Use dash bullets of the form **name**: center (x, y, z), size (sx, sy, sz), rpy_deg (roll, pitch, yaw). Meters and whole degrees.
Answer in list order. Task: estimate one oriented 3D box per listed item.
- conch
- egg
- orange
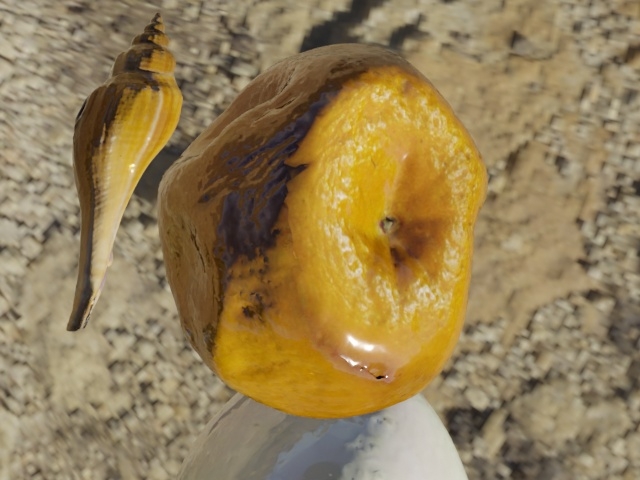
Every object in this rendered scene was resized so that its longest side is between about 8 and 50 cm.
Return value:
- **conch**: center (-0.211, -0.072, 1.809), size (0.093, 0.109, 0.330), rpy_deg (25, 80, -23)
- **egg**: center (0.000, 0.264, 1.566), size (0.283, 0.283, 0.345), rpy_deg (6, 81, -21)
- **orange**: center (0.000, 0.000, 1.207), size (0.249, 0.183, 0.249), rpy_deg (7, 80, -44)
